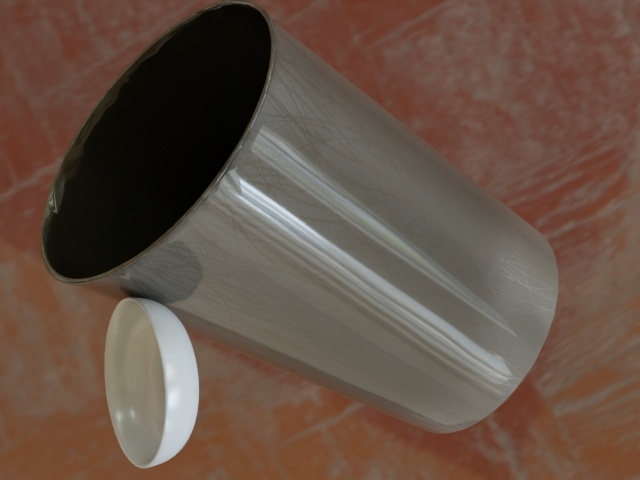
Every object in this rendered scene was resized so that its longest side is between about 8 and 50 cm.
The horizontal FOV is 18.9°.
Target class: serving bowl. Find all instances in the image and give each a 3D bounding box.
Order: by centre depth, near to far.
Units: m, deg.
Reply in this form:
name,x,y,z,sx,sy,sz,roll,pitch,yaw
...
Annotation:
name,x,y,z,sx,sy,sz,roll,pitch,yaw
serving bowl,-0.079,0.068,0.940,0.083,0.027,0.083,13,104,63

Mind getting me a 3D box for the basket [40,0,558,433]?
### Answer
name,x,y,z,sx,sy,sz,roll,pitch,yaw
basket,0.000,0.000,1.010,0.227,0.154,0.204,30,149,-28
